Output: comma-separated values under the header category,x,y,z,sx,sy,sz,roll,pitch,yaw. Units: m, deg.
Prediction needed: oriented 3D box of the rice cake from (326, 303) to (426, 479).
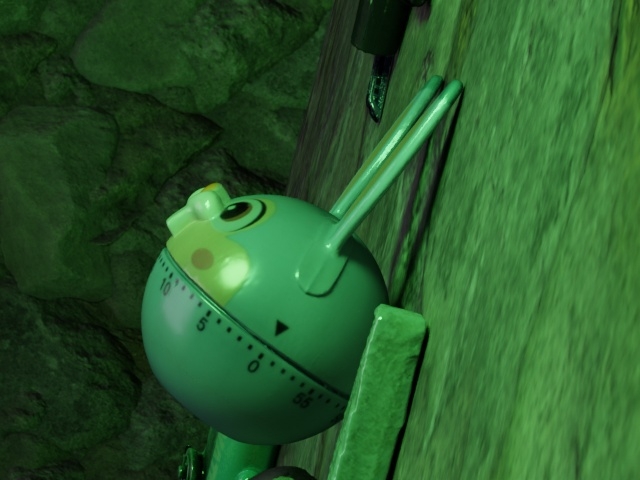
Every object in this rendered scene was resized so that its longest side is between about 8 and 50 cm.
category,x,y,z,sx,sy,sz,roll,pitch,yaw
rice cake,0.024,0.118,0.907,0.029,0.033,0.171,-119,43,-79

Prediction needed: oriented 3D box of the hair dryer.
category,x,y,z,sx,sy,sz,roll,pitch,yaw
hair dryer,0.065,-0.201,1.358,0.195,0.050,0.173,-89,9,-56

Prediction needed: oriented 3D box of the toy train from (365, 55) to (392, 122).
category,x,y,z,sx,sy,sz,roll,pitch,yaw
toy train,0.053,-0.146,1.493,0.017,0.017,0.083,113,169,-73

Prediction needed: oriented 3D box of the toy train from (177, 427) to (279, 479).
category,x,y,z,sx,sy,sz,roll,pitch,yaw
toy train,-0.091,0.226,1.814,0.159,0.101,0.248,-116,36,-62

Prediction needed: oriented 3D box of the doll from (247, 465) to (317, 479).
category,x,y,z,sx,sy,sz,roll,pitch,yaw
doll,-0.039,0.200,1.108,0.103,0.071,0.214,-35,-16,-15

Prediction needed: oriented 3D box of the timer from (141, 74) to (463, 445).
category,x,y,z,sx,sy,sz,roll,pitch,yaw
timer,-0.022,0.002,1.039,0.175,0.175,0.256,-102,27,-81
